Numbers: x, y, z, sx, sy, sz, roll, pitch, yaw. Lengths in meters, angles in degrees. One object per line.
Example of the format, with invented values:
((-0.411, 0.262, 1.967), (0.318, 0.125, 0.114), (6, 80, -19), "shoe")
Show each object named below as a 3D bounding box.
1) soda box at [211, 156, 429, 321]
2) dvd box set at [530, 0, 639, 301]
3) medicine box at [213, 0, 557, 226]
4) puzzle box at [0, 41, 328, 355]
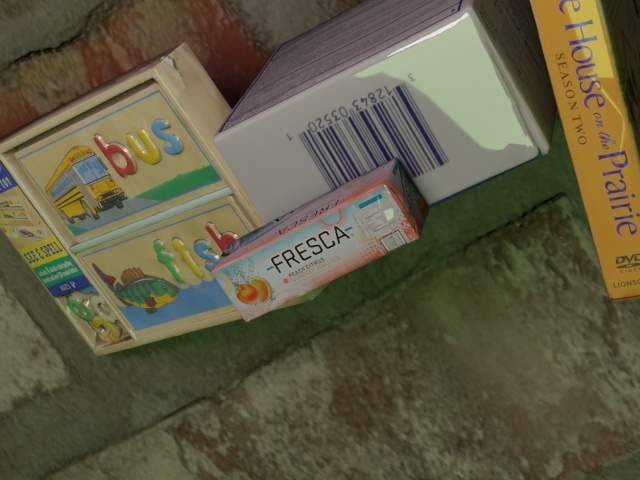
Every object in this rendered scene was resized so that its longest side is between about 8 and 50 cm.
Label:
((0.000, 0.000, 1.330), (0.183, 0.063, 0.058), (-26, 107, 22), "soda box")
((0.247, -0.199, 1.373), (0.062, 0.307, 0.420), (-11, 112, 20), "dvd box set")
((0.076, -0.139, 1.447), (0.263, 0.289, 0.149), (-25, 107, 22), "medicine box")
((-0.190, -0.026, 1.593), (0.409, 0.052, 0.272), (-18, 111, 50), "puzzle box")
